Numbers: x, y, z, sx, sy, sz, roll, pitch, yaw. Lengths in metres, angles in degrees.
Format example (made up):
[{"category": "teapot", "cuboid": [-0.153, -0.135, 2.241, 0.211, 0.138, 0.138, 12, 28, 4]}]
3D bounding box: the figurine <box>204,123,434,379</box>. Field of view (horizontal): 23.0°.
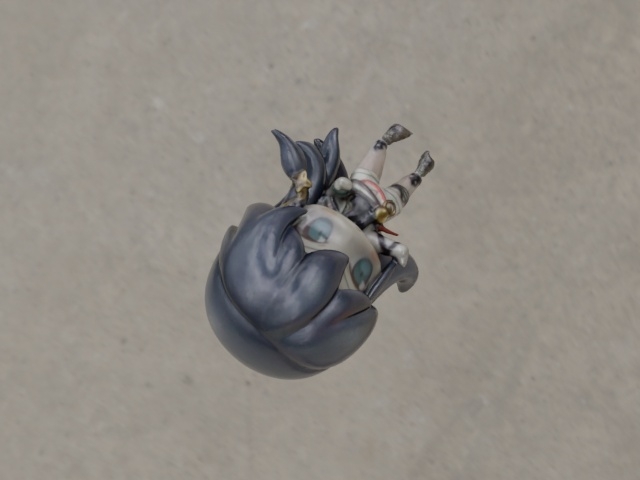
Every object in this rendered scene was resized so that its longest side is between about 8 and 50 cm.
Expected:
[{"category": "figurine", "cuboid": [0.000, 0.014, 1.472, 0.175, 0.265, 0.197, 34, 127, 14]}]
